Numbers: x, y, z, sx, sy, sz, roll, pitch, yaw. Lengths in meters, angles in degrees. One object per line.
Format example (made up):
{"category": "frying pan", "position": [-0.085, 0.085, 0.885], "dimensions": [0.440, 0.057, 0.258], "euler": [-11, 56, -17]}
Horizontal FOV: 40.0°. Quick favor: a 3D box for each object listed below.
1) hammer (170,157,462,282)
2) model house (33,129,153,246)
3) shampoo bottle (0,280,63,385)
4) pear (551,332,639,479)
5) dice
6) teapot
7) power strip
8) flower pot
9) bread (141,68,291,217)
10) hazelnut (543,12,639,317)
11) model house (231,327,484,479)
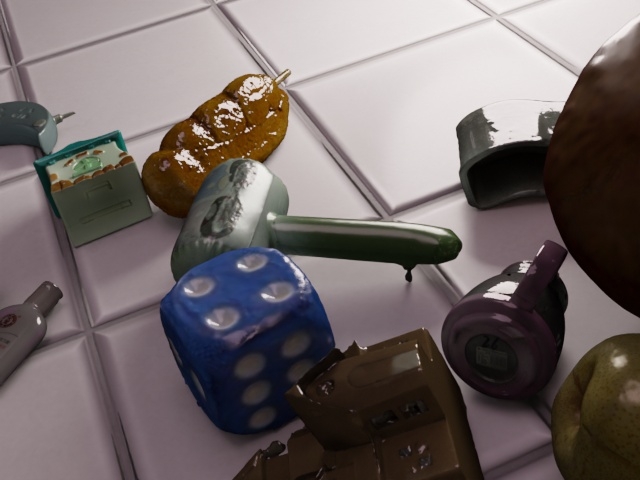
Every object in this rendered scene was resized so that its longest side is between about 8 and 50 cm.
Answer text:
{"category": "hammer", "position": [0.000, 0.000, 1.051], "dimensions": [0.335, 0.119, 0.206], "euler": [5, 42, 8]}
{"category": "model house", "position": [-0.319, -0.084, 1.224], "dimensions": [0.127, 0.100, 0.149], "euler": [-24, 39, -16]}
{"category": "shampoo bottle", "position": [-0.369, 0.113, 1.043], "dimensions": [0.080, 0.040, 0.165], "euler": [10, 45, 27]}
{"category": "pear", "position": [0.274, 0.158, 0.743], "dimensions": [0.136, 0.167, 0.167], "euler": [26, 46, 2]}
{"category": "dice", "position": [-0.075, 0.102, 0.906], "dimensions": [0.146, 0.143, 0.146], "euler": [-25, 41, -17]}
{"category": "teapot", "position": [0.195, 0.068, 0.892], "dimensions": [0.116, 0.148, 0.146], "euler": [4, 28, 31]}
{"category": "power strip", "position": [-0.502, -0.177, 1.421], "dimensions": [0.216, 0.044, 0.137], "euler": [-8, 38, 4]}
{"category": "flower pot", "position": [0.288, -0.117, 1.117], "dimensions": [0.229, 0.103, 0.108], "euler": [-6, 39, 8]}
{"category": "bread", "position": [-0.133, -0.153, 1.262], "dimensions": [0.084, 0.124, 0.344], "euler": [-13, 29, 42]}
{"category": "hazelnut", "position": [0.390, -0.059, 0.830], "dimensions": [0.365, 0.366, 0.366], "euler": [-7, 39, 5]}
{"category": "model house", "position": [0.003, 0.191, 0.791], "dimensions": [0.248, 0.176, 0.181], "euler": [-23, 38, 11]}
